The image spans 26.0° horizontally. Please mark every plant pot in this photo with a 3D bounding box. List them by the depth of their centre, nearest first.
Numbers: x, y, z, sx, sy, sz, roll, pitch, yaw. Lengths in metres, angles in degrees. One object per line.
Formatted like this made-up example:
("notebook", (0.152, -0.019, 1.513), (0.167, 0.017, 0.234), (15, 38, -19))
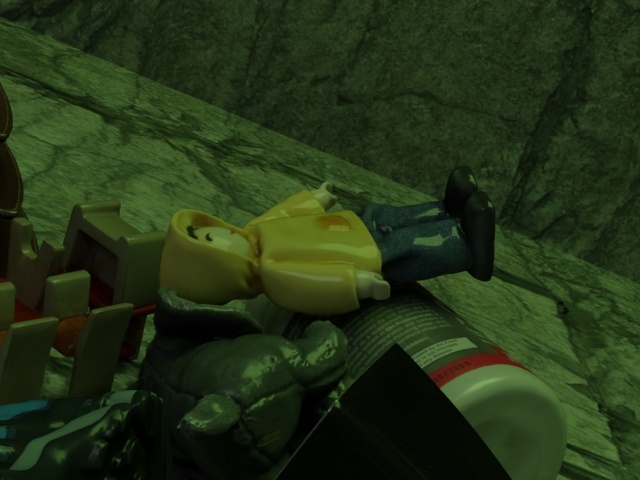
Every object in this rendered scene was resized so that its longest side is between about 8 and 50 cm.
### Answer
("plant pot", (0.042, 0.205, 0.922), (0.167, 0.187, 0.188), (38, 15, 6))

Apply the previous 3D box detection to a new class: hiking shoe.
("hiking shoe", (-0.211, 0.171, 0.824), (0.132, 0.113, 0.304), (-4, 6, 27))

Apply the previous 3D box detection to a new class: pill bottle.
("pill bottle", (0.058, 0.125, 1.241), (0.176, 0.176, 0.318), (14, 16, -37))

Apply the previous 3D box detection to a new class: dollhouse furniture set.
("dollhouse furniture set", (-0.258, 0.053, 1.183), (0.262, 0.135, 0.259), (32, 27, 34))

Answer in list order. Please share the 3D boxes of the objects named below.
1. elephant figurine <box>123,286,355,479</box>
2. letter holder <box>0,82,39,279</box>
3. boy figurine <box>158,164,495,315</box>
("elephant figurine", (-0.096, 0.119, 1.129), (0.239, 0.186, 0.169), (21, 51, 40))
("letter holder", (-0.367, -0.085, 1.415), (0.214, 0.152, 0.302), (20, 13, -22))
("boy figurine", (0.000, 0.000, 1.200), (0.285, 0.092, 0.177), (-6, 33, -7))
